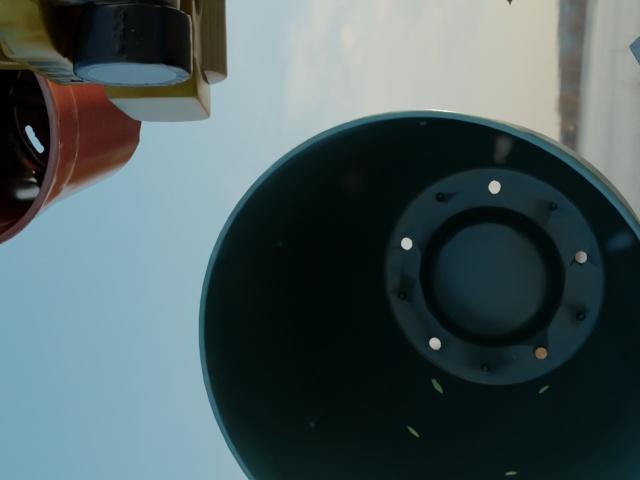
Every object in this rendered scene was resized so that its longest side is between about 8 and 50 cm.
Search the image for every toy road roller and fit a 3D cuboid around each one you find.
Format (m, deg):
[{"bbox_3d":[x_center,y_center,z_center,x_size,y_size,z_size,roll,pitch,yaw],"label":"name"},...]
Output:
[{"bbox_3d":[-0.217,-0.223,0.938,0.329,0.240,0.203,34,-125,-86],"label":"toy road roller"}]

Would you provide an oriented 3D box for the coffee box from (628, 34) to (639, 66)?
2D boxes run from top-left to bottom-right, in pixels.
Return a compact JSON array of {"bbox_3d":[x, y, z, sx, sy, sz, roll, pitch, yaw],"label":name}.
[{"bbox_3d":[0.387,-0.064,0.797,0.297,0.168,0.119,66,153,14],"label":"coffee box"}]

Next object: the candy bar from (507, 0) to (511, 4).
[{"bbox_3d":[0.314,-0.393,1.481,0.161,0.018,0.040,-45,-20,16],"label":"candy bar"}]

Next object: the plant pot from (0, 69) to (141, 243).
[{"bbox_3d":[-0.356,-0.147,1.261,0.265,0.272,0.272,-33,-53,-68],"label":"plant pot"}]

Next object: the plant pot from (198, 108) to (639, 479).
[{"bbox_3d":[0.099,0.050,0.736,0.235,0.293,0.293,-27,-59,-68],"label":"plant pot"}]
